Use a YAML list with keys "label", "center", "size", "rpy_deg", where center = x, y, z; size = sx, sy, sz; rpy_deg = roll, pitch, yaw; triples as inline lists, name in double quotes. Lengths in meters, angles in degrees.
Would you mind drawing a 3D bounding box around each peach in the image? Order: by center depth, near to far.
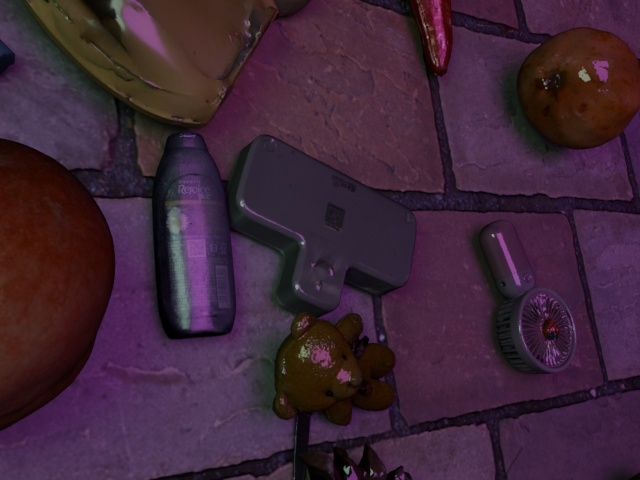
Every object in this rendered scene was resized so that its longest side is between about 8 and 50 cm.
- label: "peach"
  center: [-0.284, 0.034, 0.505]
  size: [0.252, 0.252, 0.252]
  rpy_deg: [10, 71, -30]

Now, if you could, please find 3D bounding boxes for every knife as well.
- label: "knife"
  center: [-0.020, 0.223, 0.759]
  size: [0.023, 0.010, 0.170]
  rpy_deg: [15, 69, -29]

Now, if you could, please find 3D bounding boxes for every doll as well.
- label: "doll"
  center: [0.034, 0.156, 0.754]
  size: [0.209, 0.097, 0.137]
  rpy_deg: [15, 84, -45]

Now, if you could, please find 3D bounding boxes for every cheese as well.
- label: "cheese"
  center: [-0.212, -0.288, 0.722]
  size: [0.316, 0.128, 0.259]
  rpy_deg: [36, 51, -25]

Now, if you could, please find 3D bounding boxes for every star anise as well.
- label: "star anise"
  center: [0.033, 0.336, 0.708]
  size: [0.220, 0.099, 0.214]
  rpy_deg: [-22, 86, -35]

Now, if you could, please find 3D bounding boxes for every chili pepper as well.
- label: "chili pepper"
  center: [0.182, -0.345, 1.024]
  size: [0.088, 0.065, 0.169]
  rpy_deg: [-5, 83, -32]

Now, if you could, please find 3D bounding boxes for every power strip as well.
- label: "power strip"
  center: [-0.001, 0.000, 0.805]
  size: [0.265, 0.059, 0.193]
  rpy_deg: [26, 60, -24]

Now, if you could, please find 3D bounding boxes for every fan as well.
- label: "fan"
  center: [0.309, 0.085, 0.970]
  size: [0.130, 0.074, 0.244]
  rpy_deg: [-20, 87, -34]

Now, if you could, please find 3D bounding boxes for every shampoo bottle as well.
- label: "shampoo bottle"
  center: [-0.146, -0.007, 0.721]
  size: [0.087, 0.049, 0.233]
  rpy_deg: [-2, 77, -26]

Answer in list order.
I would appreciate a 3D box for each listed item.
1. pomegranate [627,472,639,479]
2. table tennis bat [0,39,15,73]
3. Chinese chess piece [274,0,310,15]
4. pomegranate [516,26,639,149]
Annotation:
- label: "pomegranate"
  center: [0.537, 0.439, 0.938]
  size: [0.179, 0.210, 0.179]
  rpy_deg: [1, 85, -9]
- label: "table tennis bat"
  center: [-0.437, -0.299, 0.627]
  size: [0.329, 0.044, 0.215]
  rpy_deg: [49, 56, -9]
- label: "Chinese chess piece"
  center: [-0.066, -0.384, 0.876]
  size: [0.144, 0.058, 0.144]
  rpy_deg: [10, 70, -30]
- label: "pomegranate"
  center: [0.442, -0.260, 1.089]
  size: [0.207, 0.207, 0.207]
  rpy_deg: [10, 71, -30]
